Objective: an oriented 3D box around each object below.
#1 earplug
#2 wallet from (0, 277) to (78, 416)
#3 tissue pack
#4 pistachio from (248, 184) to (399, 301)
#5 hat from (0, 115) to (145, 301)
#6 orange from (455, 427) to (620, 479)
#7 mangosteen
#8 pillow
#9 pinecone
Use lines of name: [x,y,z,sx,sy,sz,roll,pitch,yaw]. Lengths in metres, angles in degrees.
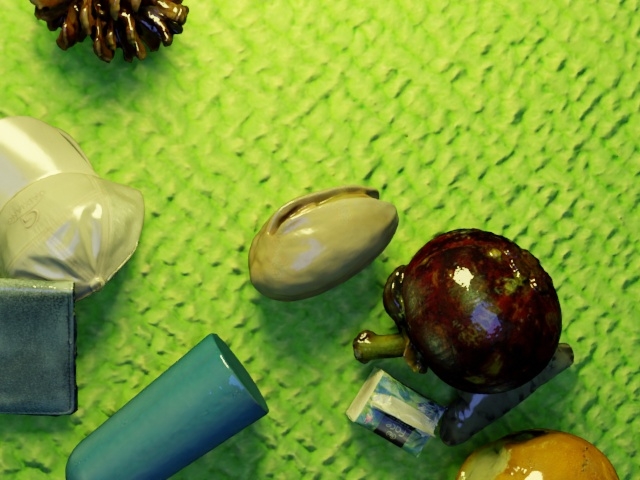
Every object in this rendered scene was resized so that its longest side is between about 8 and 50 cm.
earplug: [-0.215,0.256,1.048,0.273,0.132,0.132,-36,98,-3]
wallet: [-0.394,0.138,1.003,0.167,0.036,0.222,4,122,-10]
tissue pack: [0.110,0.246,1.125,0.111,0.079,0.085,32,86,-10]
pistachio: [0.000,0.000,1.075,0.223,0.126,0.152,-32,132,-12]
hat: [-0.359,-0.043,1.001,0.219,0.164,0.226,-41,120,-7]
orange: [0.305,0.374,1.089,0.240,0.240,0.240,0,93,-10]
mangosteen: [0.183,0.112,1.084,0.289,0.231,0.231,-30,99,30]
pillow: [0.265,0.206,1.164,0.241,0.051,0.093,-32,103,-6]
pinecone: [-0.263,-0.314,0.997,0.195,0.150,0.179,21,83,-13]
